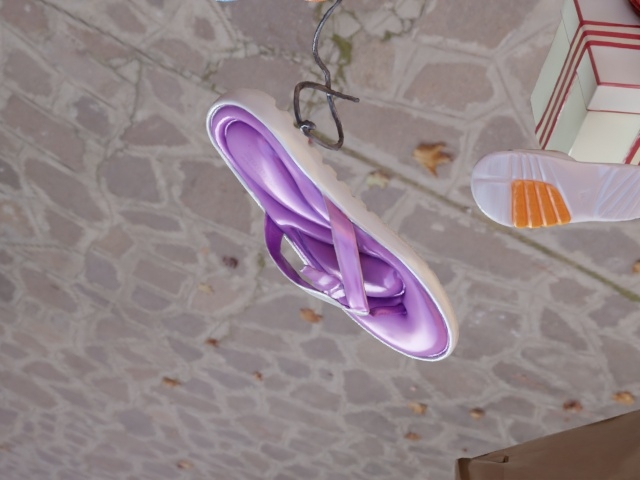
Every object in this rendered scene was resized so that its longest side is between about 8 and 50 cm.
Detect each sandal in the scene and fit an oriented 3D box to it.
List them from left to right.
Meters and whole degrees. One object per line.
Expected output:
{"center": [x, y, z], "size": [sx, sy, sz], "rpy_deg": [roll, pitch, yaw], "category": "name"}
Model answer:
{"center": [-0.007, 0.006, 0.963], "size": [0.416, 0.102, 0.169], "rpy_deg": [48, 145, -3], "category": "sandal"}
{"center": [0.321, -0.071, 1.073], "size": [0.265, 0.076, 0.101], "rpy_deg": [4, 108, -10], "category": "sandal"}

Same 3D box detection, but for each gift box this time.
{"center": [0.482, -0.229, 1.178], "size": [0.277, 0.255, 0.258], "rpy_deg": [-1, 143, -5], "category": "gift box"}

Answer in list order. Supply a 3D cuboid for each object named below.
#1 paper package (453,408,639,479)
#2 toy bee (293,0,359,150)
{"center": [0.191, 0.274, 0.356], "size": [0.168, 0.309, 0.324], "rpy_deg": [-20, 97, 13], "category": "paper package"}
{"center": [-0.016, -0.234, 0.555], "size": [0.162, 0.195, 0.298], "rpy_deg": [-27, 133, 30], "category": "toy bee"}
